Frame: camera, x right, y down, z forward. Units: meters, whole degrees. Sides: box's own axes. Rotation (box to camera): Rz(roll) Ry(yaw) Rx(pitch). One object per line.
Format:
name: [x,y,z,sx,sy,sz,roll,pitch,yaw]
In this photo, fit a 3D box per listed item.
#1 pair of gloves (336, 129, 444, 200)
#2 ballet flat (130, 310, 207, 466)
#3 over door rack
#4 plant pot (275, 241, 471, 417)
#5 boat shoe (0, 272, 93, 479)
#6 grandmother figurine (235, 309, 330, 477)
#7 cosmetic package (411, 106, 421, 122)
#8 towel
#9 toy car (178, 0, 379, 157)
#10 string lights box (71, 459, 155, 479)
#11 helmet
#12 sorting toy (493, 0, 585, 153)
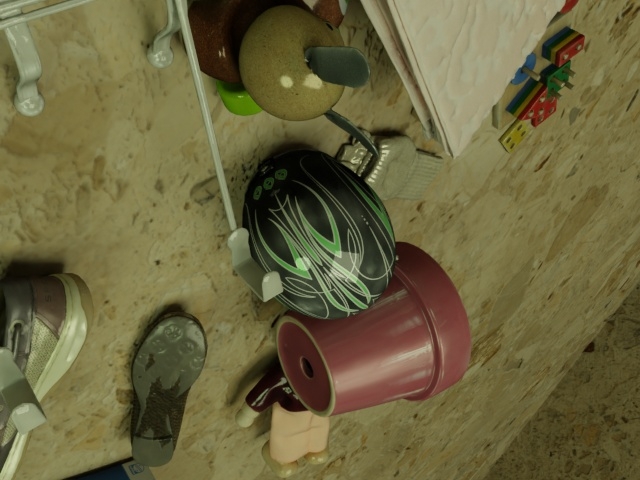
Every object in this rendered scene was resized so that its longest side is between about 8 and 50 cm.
pair of gloves: [0.055,-0.030,0.863,0.204,0.042,0.240,13,116,-53]
ballet flat: [-0.192,0.180,0.822,0.084,0.058,0.250,10,121,-10]
over door rack: [-0.186,-0.052,0.487,0.239,0.108,0.324,-28,123,-23]
plant pot: [0.053,0.121,0.816,0.180,0.201,0.201,-20,140,-29]
boat shoe: [-0.313,0.148,0.612,0.092,0.103,0.285,20,108,-49]
grandmother figurine: [-0.032,0.231,1.013,0.207,0.104,0.342,-20,138,-30]
cosmetic package: [0.157,-0.186,0.784,0.041,0.060,0.115,-12,134,-38]
towel: [0.158,-0.289,0.604,0.332,0.053,0.317,-54,145,-11]
toy car: [-0.011,-0.150,0.516,0.149,0.188,0.155,-35,147,-10]
string lights box: [-0.347,0.384,0.853,0.259,0.077,0.133,-6,133,-44]
helmet: [0.000,0.000,0.701,0.169,0.162,0.169,-15,139,-14]
sorting toy: [0.303,-0.220,0.917,0.132,0.046,0.274,-37,147,-11]
